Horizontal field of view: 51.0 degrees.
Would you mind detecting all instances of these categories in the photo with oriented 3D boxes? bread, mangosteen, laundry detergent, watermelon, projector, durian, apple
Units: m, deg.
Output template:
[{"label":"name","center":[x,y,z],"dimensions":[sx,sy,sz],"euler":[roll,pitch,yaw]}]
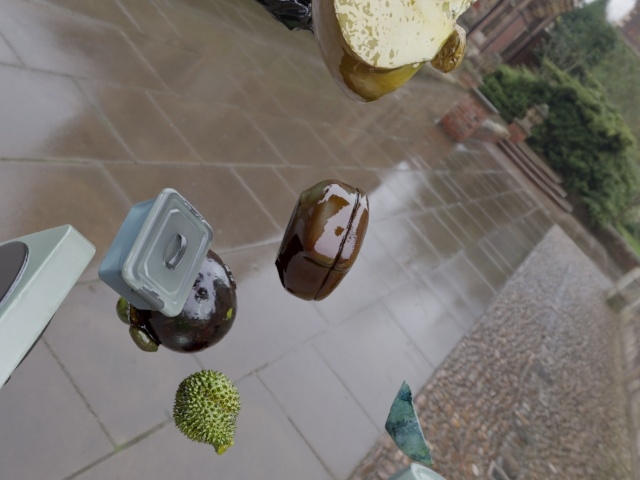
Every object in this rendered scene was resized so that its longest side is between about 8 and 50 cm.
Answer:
[{"label":"bread","center":[0.286,-0.429,1.499],"dimensions":[0.044,0.110,0.083],"euler":[-5,35,-30]},{"label":"mangosteen","center":[-0.339,0.144,1.608],"dimensions":[0.288,0.288,0.288],"euler":[40,21,-18]},{"label":"laundry detergent","center":[0.202,0.713,1.746],"dimensions":[0.215,0.280,0.105],"euler":[35,17,-32]},{"label":"watermelon","center":[0.179,0.372,1.331],"dimensions":[0.094,0.081,0.180],"euler":[44,22,-28]},{"label":"projector","center":[-0.409,0.109,0.795],"dimensions":[0.079,0.257,0.259],"euler":[51,47,-32]},{"label":"durian","center":[-0.268,0.401,1.603],"dimensions":[0.159,0.146,0.198],"euler":[19,42,-41]},{"label":"apple","center":[0.105,-0.373,1.009],"dimensions":[0.252,0.309,0.314],"euler":[39,-13,18]}]

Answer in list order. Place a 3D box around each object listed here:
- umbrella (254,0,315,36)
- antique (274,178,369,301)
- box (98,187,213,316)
[{"label":"umbrella","center":[-0.078,-0.458,1.267],"dimensions":[0.340,0.118,0.118],"euler":[30,25,-34]},{"label":"antique","center":[0.000,0.000,1.208],"dimensions":[0.129,0.223,0.278],"euler":[20,-3,-5]},{"label":"box","center":[-0.319,0.025,1.318],"dimensions":[0.162,0.130,0.227],"euler":[51,46,-40]}]
